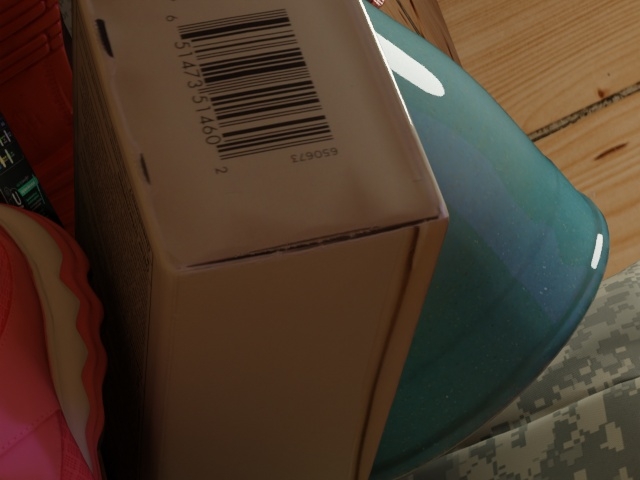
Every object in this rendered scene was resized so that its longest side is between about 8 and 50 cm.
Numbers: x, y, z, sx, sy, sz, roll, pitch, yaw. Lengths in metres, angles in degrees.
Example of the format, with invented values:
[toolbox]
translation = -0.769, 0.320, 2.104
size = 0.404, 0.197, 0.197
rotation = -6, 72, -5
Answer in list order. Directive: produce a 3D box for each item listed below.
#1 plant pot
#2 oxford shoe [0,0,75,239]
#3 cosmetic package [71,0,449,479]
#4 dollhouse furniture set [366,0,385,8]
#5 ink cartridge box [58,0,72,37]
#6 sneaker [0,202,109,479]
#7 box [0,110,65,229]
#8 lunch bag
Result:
[plant pot]
translation = -0.006, -0.027, 1.038
size = 0.255, 0.272, 0.271
rotation = 50, 17, -21
[oxford shoe]
translation = -0.172, -0.095, 0.876
size = 0.271, 0.097, 0.098
rotation = 66, -7, -25
[cosmetic package]
translation = -0.042, 0.025, 0.761
size = 0.309, 0.113, 0.160
rotation = 101, -26, -57
[dollhouse furniture set]
translation = 0.068, -0.101, 1.296
size = 0.374, 0.152, 0.201
rotation = 40, -7, -5
[ink cartridge box]
translation = -0.124, -0.319, 0.903
size = 0.395, 0.285, 0.166
rotation = 52, 22, -28
[sneaker]
translation = -0.132, 0.107, 0.619
size = 0.136, 0.116, 0.314
rotation = 29, 30, -53
[box]
translation = -0.161, -0.011, 0.773
size = 0.083, 0.062, 0.052
rotation = 63, 13, -10
[lunch bag]
translation = 0.147, 0.164, 1.153
size = 0.212, 0.305, 0.256
rotation = 54, 17, -43
